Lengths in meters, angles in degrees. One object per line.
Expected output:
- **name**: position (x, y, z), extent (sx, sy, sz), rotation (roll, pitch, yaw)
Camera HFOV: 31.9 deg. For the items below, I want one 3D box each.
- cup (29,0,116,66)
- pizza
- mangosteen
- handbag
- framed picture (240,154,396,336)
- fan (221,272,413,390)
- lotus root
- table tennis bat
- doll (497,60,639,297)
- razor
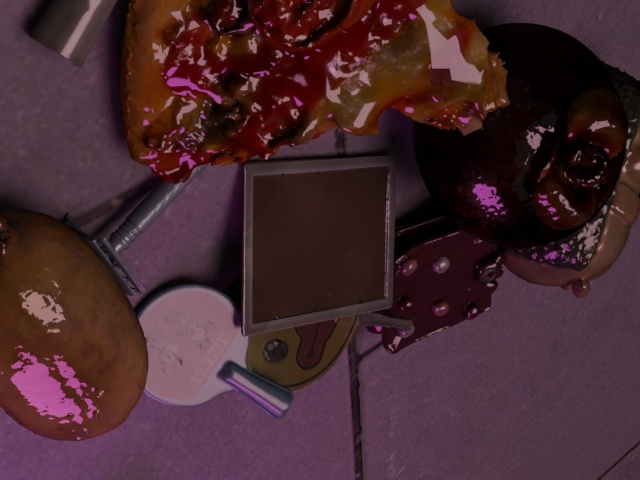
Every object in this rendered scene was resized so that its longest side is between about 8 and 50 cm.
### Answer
- **cup**: position (-0.219, -0.206, 1.043), extent (0.083, 0.054, 0.075), rotation (-58, 143, 1)
- **pizza**: position (0.020, -0.208, 1.092), extent (0.406, 0.130, 0.440), rotation (15, 123, -13)
- **mangosteen**: position (0.271, -0.138, 1.453), extent (0.297, 0.293, 0.297), rotation (16, 67, -43)
- **handbag**: position (0.170, 0.054, 1.635), extent (0.216, 0.074, 0.203), rotation (-19, 135, -20)
- **framed picture**: position (0.000, 0.000, 1.425), extent (0.274, 0.017, 0.217), rotation (-5, 100, -44)
- **fan**: position (0.005, 0.090, 1.478), extent (0.335, 0.011, 0.230), rotation (12, 92, -41)
- **lotus root**: position (-0.279, 0.077, 1.115), extent (0.169, 0.151, 0.343), rotation (-40, 142, -17)
- **table tennis bat**: position (-0.130, 0.148, 1.368), extent (0.244, 0.040, 0.153), rotation (36, 88, -27)
- **doll**: position (0.398, -0.093, 1.689), extent (0.247, 0.247, 0.350), rotation (11, 96, -52)
- **razor**: position (-0.165, -0.056, 1.224), extent (0.232, 0.068, 0.106), rotation (-49, 144, -17)
